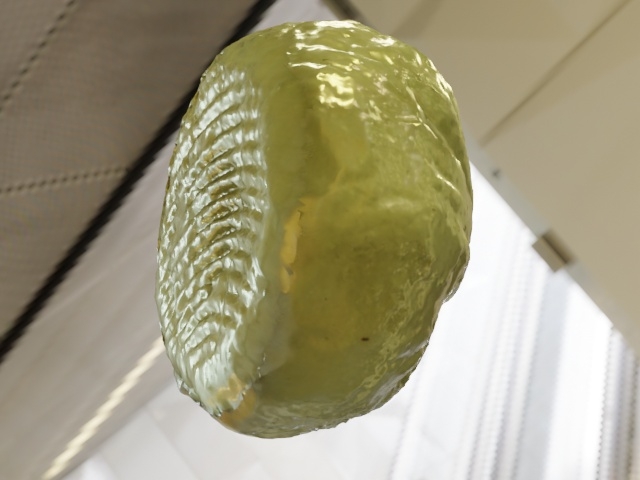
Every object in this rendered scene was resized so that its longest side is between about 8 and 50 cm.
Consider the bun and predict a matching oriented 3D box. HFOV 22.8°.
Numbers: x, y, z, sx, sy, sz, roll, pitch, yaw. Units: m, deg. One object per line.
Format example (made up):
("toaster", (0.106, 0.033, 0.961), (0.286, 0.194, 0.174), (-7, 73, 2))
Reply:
("bun", (0.000, 0.000, 0.716), (0.118, 0.195, 0.195), (7, -39, -24))
